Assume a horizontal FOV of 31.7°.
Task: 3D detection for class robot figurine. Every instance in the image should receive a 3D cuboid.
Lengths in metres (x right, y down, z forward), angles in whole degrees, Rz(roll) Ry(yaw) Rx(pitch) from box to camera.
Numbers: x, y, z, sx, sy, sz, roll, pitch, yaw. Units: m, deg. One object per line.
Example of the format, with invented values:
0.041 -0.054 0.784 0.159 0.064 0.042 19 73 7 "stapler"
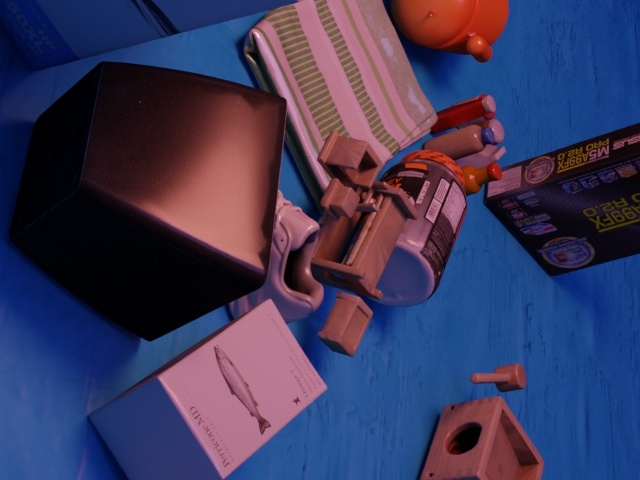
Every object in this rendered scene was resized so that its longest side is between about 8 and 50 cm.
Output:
0.184 -0.329 1.591 0.219 0.128 0.158 -4 92 -54 "robot figurine"

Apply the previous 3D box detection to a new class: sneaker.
-0.055 -0.023 1.145 0.090 0.115 0.232 -30 100 -55 "sneaker"

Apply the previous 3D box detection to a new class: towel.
0.033 -0.198 1.409 0.325 0.038 0.248 -43 111 -52 "towel"

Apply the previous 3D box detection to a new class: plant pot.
-0.157 -0.044 0.971 0.167 0.187 0.188 23 57 -32 "plant pot"

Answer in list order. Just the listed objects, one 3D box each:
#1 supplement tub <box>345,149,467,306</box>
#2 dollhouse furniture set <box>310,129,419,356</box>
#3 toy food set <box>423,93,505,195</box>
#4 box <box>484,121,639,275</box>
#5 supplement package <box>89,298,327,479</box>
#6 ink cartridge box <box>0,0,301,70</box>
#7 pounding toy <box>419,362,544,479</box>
0.110 -0.020 1.371 0.117 0.117 0.190 55 38 -25 "supplement tub"
0.000 0.000 1.200 0.182 0.101 0.161 -64 144 -18 "dollhouse furniture set"
0.225 -0.145 1.591 0.232 0.104 0.111 -41 109 -53 "toy food set"
0.412 -0.056 1.669 0.216 0.270 0.060 43 43 -36 "box"
-0.096 0.145 1.012 0.105 0.105 0.179 58 36 -2 "supplement package"
-0.088 -0.296 0.909 0.285 0.395 0.166 -45 117 -30 "ink cartridge box"
0.194 0.239 1.397 0.181 0.094 0.206 55 38 -25 "pounding toy"
